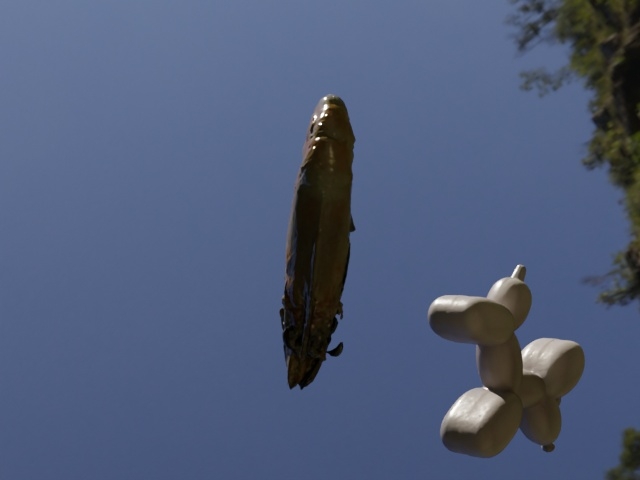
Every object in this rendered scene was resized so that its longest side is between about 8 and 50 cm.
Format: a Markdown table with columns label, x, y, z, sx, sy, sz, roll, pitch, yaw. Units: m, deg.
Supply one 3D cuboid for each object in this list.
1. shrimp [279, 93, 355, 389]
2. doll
| label | x | y | z | sx | sy | sz | roll | pitch | yaw |
| --- | --- | --- | --- | --- | --- | --- | --- | --- | --- |
| shrimp | 0.000 | 0.000 | 0.737 | 0.042 | 0.101 | 0.190 | 6 | -102 | 0 |
| doll | 0.153 | 0.104 | 0.928 | 0.160 | 0.059 | 0.161 | -17 | -78 | -46 |
